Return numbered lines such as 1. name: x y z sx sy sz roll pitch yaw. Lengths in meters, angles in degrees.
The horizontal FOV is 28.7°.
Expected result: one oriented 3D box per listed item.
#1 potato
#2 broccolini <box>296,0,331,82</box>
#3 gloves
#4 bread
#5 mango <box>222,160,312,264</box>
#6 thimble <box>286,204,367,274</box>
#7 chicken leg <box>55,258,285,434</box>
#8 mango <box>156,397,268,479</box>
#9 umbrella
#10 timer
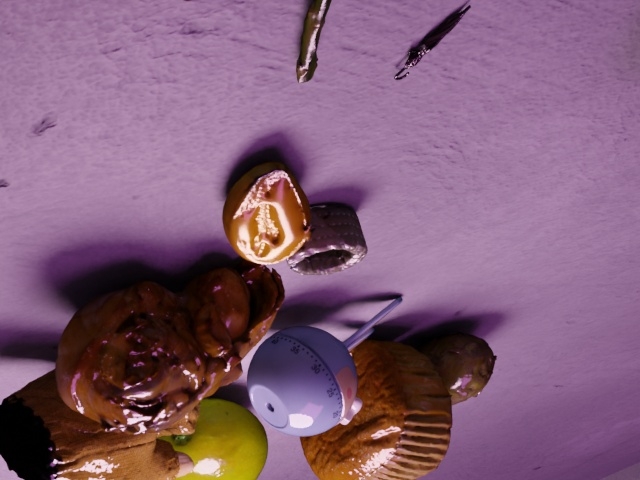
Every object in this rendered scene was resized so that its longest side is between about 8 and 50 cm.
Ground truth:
1. potato: 0.187 0.226 2.073 0.149 0.113 0.251 -8 164 -36
2. broccolini: 0.005 -0.223 1.094 0.057 0.071 0.254 -53 175 -22
3. gloves: -0.290 0.251 1.729 0.155 0.203 0.356 -55 157 13
4. bread: 0.082 0.279 1.976 0.143 0.227 0.253 7 154 -36
5. mango: -0.061 -0.033 1.413 0.101 0.066 0.187 -5 149 -4
6. thimble: 0.000 0.000 1.521 0.110 0.062 0.084 1 150 -34
7. chicken leg: -0.155 0.134 1.633 0.295 0.182 0.409 -37 161 8
8. mango: -0.184 0.360 2.081 0.192 0.155 0.343 -2 158 -5
9. umbrella: 0.107 -0.192 1.228 0.022 0.013 0.122 -12 158 -39
10. timer: 0.017 0.194 1.809 0.256 0.175 0.175 -9 156 -30
